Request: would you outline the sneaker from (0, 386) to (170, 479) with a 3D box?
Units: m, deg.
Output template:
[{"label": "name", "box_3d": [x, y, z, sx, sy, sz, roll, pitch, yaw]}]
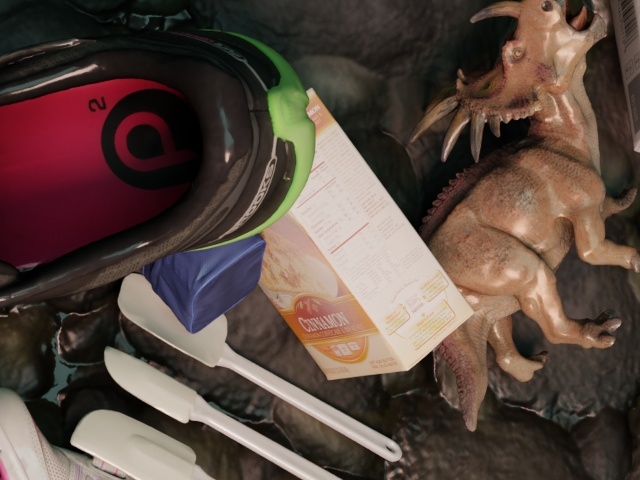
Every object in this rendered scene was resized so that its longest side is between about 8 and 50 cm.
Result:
[{"label": "sneaker", "box_3d": [-0.139, 0.188, 1.253, 0.111, 0.103, 0.252, -42, 106, -24]}]

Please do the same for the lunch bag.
[{"label": "lunch bag", "box_3d": [-0.083, 0.008, 1.283, 0.067, 0.098, 0.065, -37, 73, -23]}]

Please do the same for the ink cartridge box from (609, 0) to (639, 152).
[{"label": "ink cartridge box", "box_3d": [0.314, -0.121, 1.454, 0.179, 0.045, 0.145, 8, 58, -20]}]

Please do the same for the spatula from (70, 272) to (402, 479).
[{"label": "spatula", "box_3d": [-0.045, 0.130, 1.292, 0.242, 0.019, 0.168, 30, 37, -15]}]

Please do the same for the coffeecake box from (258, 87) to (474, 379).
[{"label": "coffeecake box", "box_3d": [0.000, 0.000, 1.296, 0.068, 0.142, 0.185, -39, 98, -20]}]

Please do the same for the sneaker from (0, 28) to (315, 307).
[{"label": "sneaker", "box_3d": [-0.245, -0.029, 1.127, 0.482, 0.202, 0.185, -19, 87, 4]}]

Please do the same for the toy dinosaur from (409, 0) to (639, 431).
[{"label": "toy dinosaur", "box_3d": [0.127, -0.018, 1.361, 0.200, 0.127, 0.296, 35, 78, -14]}]
